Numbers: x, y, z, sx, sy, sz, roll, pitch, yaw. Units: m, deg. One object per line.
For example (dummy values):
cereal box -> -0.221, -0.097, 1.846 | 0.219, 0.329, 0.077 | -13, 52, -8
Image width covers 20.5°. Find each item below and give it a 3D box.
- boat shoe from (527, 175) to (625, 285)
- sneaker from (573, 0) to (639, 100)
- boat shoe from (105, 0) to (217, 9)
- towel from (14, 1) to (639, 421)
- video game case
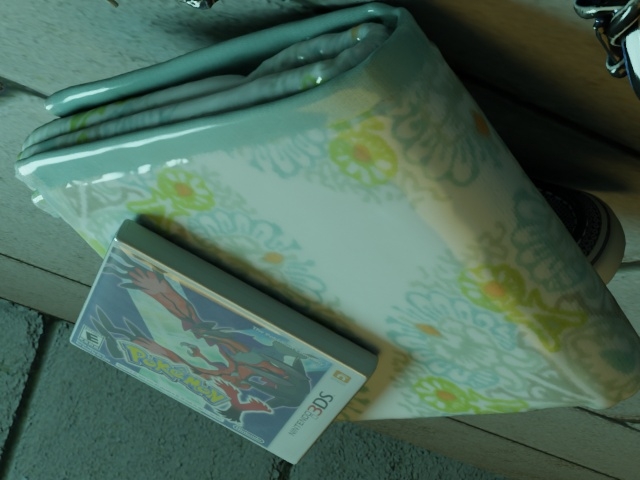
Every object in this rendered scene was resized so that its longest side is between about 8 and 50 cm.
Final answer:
boat shoe -> 0.045, -0.027, 1.314 | 0.340, 0.127, 0.158 | 0, 147, 29
sneaker -> 0.131, -0.130, 0.621 | 0.330, 0.147, 0.130 | 22, 167, -20
boat shoe -> -0.153, -0.179, 0.965 | 0.095, 0.079, 0.254 | 5, 164, 47
towel -> 0.000, 0.000, 1.220 | 0.374, 0.090, 0.320 | -8, 135, 43
video game case -> -0.076, 0.079, 1.283 | 0.201, 0.023, 0.183 | 29, 148, -3
